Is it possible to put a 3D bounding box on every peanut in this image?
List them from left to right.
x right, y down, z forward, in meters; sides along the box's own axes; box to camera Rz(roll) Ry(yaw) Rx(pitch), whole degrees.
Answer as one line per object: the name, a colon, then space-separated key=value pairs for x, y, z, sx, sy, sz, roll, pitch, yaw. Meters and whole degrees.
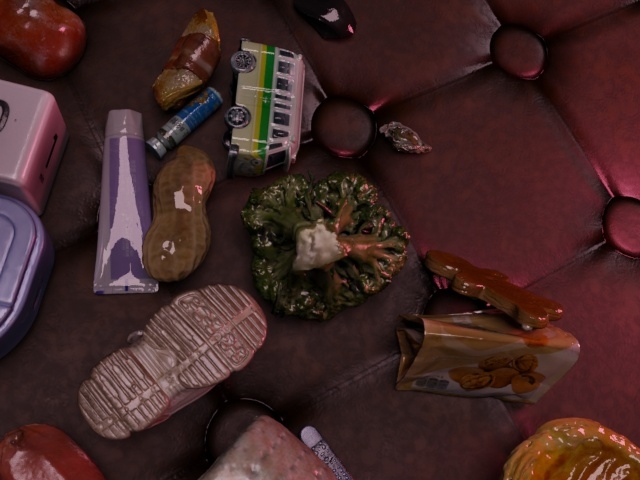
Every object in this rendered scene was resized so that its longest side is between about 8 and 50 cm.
peanut: x=-0.274 y=-0.055 z=1.415 sx=0.120 sy=0.136 sz=0.299 roll=-8 pitch=66 yaw=30

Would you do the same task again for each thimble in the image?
thimble: x=-0.119 y=0.450 z=1.208 sx=0.195 sy=0.291 sz=0.291 roll=44 pitch=71 yaw=6

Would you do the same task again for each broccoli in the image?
broccoli: x=0.000 y=0.000 z=1.362 sx=0.321 sy=0.283 sz=0.304 roll=-26 pitch=89 yaw=2

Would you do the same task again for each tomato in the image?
tomato: x=-0.604 y=-0.453 z=1.470 sx=0.213 sy=0.155 sz=0.181 roll=24 pitch=74 yaw=-3

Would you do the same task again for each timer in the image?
timer: x=-0.699 y=0.084 z=1.269 sx=0.394 sy=0.173 sz=0.395 roll=3 pitch=72 yaw=-10
timer: x=-0.616 y=-0.181 z=1.355 sx=0.192 sy=0.194 sz=0.195 roll=13 pitch=72 yaw=-5

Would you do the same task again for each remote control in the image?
remote control: x=0.012 y=0.422 z=1.363 sx=0.043 sy=0.027 sz=0.153 roll=-33 pitch=82 yaw=-23

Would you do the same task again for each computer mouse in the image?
computer mouse: x=0.011 y=-0.536 z=1.646 sx=0.172 sy=0.057 sz=0.099 roll=38 pitch=72 yaw=7

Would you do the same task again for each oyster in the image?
oyster: x=0.188 y=-0.229 z=1.599 sx=0.098 sy=0.037 sz=0.100 roll=-14 pitch=54 yaw=-32

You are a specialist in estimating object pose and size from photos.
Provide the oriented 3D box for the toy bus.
toy bus: x=-0.120 y=-0.272 z=1.500 sx=0.164 sy=0.134 sz=0.276 roll=5 pitch=72 yaw=-8

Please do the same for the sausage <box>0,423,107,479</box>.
sausage: x=-0.450 y=0.429 z=1.227 sx=0.148 sy=0.148 sz=0.254 roll=-36 pitch=78 yaw=-18

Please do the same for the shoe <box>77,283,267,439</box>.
shoe: x=-0.264 y=0.214 z=1.288 sx=0.350 sy=0.198 sz=0.172 roll=-31 pitch=82 yaw=-14

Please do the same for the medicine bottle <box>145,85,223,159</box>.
medicine bottle: x=-0.289 y=-0.252 z=1.510 sx=0.051 sy=0.051 sz=0.191 roll=41 pitch=71 yaw=4

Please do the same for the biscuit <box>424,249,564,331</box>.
biscuit: x=0.338 y=0.098 z=1.431 sx=0.301 sy=0.196 sz=0.049 roll=30 pitch=107 yaw=33

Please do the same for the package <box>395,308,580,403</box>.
package: x=0.314 y=0.198 z=1.414 sx=0.311 sy=0.221 sz=0.165 roll=5 pitch=51 yaw=-9

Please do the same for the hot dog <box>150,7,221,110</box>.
hot dog: x=-0.272 y=-0.378 z=1.522 sx=0.093 sy=0.123 sz=0.262 roll=35 pitch=74 yaw=-36

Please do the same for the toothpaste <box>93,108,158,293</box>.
toothpaste: x=-0.395 y=-0.078 z=1.428 sx=0.125 sy=0.080 sz=0.372 roll=-1 pitch=78 yaw=-14

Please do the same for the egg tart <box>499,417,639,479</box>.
egg tart: x=0.490 y=0.535 z=1.336 sx=0.387 sy=0.169 sz=0.388 roll=4 pitch=69 yaw=-10
